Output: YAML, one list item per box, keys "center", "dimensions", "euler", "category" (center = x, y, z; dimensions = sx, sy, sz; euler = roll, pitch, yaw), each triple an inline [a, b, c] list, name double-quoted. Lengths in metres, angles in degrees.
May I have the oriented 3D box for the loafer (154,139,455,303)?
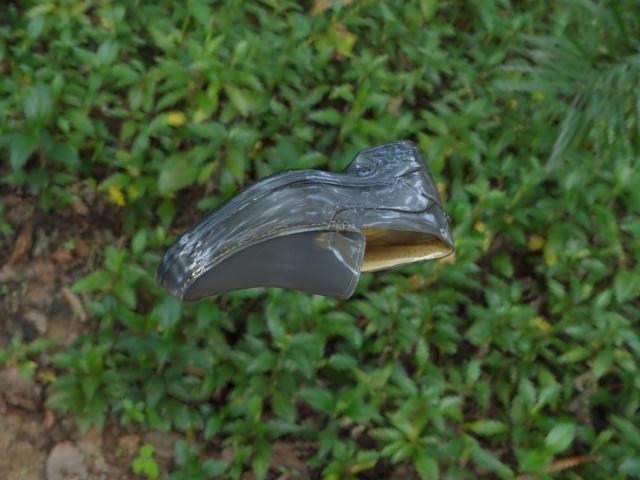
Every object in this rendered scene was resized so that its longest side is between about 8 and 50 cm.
- center: [0.000, 0.000, 0.560]
  dimensions: [0.170, 0.062, 0.061]
  euler: [-22, 71, -34]
  category: "loafer"
